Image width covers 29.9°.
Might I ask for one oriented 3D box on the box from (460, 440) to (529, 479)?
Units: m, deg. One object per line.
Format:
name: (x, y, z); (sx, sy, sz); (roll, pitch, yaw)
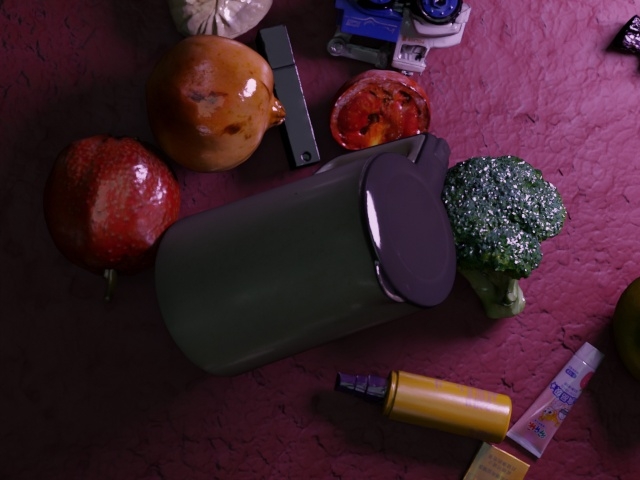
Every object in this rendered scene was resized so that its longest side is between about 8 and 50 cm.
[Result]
box: (0.258, 0.404, 1.898); (0.089, 0.022, 0.156); (27, 88, 0)

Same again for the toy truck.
toy truck: (0.119, -0.345, 1.856); (0.213, 0.161, 0.177); (11, 108, -3)

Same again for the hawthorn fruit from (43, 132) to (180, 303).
hawthorn fruit: (-0.314, -0.033, 1.798); (0.205, 0.205, 0.253); (7, 89, -2)

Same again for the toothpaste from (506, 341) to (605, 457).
toothpaste: (0.377, 0.249, 1.900); (0.067, 0.043, 0.194); (35, 93, -4)

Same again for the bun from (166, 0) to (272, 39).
bun: (-0.156, -0.394, 1.852); (0.188, 0.111, 0.164); (-37, 94, -6)

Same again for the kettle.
kettle: (0.000, 0.000, 1.733); (0.376, 0.361, 0.250); (-19, 117, 34)

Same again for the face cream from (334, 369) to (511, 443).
face cream: (0.157, 0.250, 1.869); (0.273, 0.078, 0.078); (13, 88, -2)

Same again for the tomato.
tomato: (0.090, -0.205, 1.865); (0.159, 0.091, 0.139); (9, 121, -8)

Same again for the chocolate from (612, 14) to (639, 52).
chocolate: (0.537, -0.293, 1.902); (0.147, 0.072, 0.070); (41, 91, 5)

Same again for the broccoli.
broccoli: (0.260, -0.007, 1.830); (0.254, 0.269, 0.269); (16, 88, 41)

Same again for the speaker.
speaker: (-0.051, -0.221, 1.866); (0.044, 0.082, 0.218); (-15, 89, -8)

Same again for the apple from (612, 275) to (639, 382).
apple: (0.548, 0.136, 1.839); (0.157, 0.196, 0.196); (-25, 90, -46)

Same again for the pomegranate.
pomegranate: (-0.165, -0.206, 1.804); (0.209, 0.209, 0.209); (0, 89, -2)
